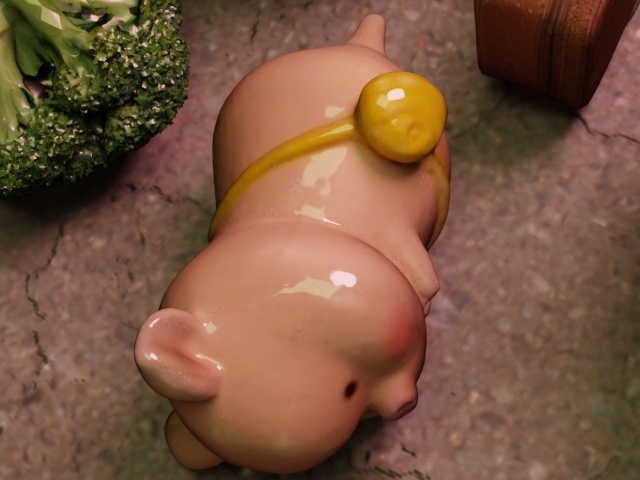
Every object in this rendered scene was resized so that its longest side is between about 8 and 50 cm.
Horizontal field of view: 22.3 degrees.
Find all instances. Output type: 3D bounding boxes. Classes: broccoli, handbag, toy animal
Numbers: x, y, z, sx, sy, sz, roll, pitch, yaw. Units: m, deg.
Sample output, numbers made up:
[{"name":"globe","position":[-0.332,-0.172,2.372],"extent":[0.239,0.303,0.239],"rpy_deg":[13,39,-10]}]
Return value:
[{"name":"broccoli","position":[-0.164,-0.112,0.908],"extent":[0.195,0.156,0.195],"rpy_deg":[-17,34,12]},{"name":"handbag","position":[0.148,-0.172,0.884],"extent":[0.072,0.151,0.193],"rpy_deg":[20,70,12]},{"name":"toy animal","position":[-0.001,-0.002,0.833],"extent":[0.149,0.165,0.248],"rpy_deg":[13,63,19]}]
